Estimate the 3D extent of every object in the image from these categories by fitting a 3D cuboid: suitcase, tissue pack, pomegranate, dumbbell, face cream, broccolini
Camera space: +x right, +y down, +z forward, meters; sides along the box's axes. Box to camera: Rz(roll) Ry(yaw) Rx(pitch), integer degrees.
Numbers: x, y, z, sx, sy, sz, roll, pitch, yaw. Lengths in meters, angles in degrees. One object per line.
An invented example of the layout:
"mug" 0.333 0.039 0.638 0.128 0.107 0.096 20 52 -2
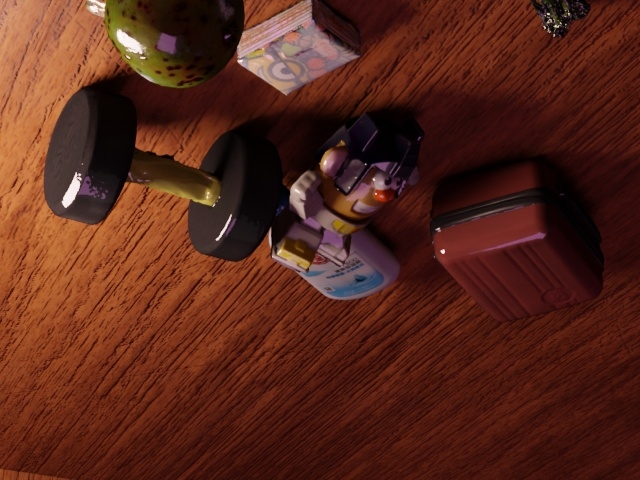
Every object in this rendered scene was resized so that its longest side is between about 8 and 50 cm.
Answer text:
"suitcase" 0.334 0.004 2.473 0.236 0.161 0.297 -16 146 24
"tissue pack" -0.031 -0.275 2.088 0.148 0.060 0.109 -23 144 34
"pomegranate" -0.211 -0.304 1.936 0.248 0.202 0.202 18 158 26
"dumbbell" -0.239 -0.098 2.243 0.322 0.203 0.204 16 146 -27
"face cream" 0.000 0.000 2.536 0.163 0.080 0.337 -17 146 24
"broccolini" 0.294 -0.360 1.988 0.074 0.058 0.201 -30 125 18

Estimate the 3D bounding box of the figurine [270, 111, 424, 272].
"figurine" 0.043 -0.085 2.297 0.143 0.308 0.308 39 147 8
